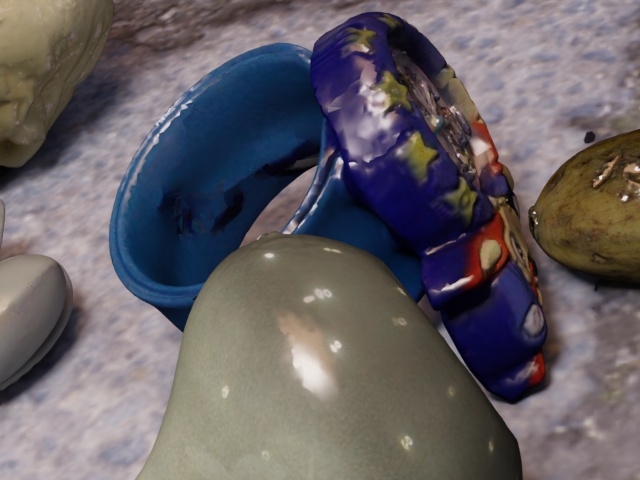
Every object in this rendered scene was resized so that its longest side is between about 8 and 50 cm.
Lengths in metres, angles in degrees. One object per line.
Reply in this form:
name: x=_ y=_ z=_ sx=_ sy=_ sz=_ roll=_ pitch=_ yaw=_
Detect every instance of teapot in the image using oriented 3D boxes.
teapot: x=-0.043 y=0.123 z=0.725 sx=0.251 sy=0.183 sz=0.183 roll=-38 pitch=37 yaw=0

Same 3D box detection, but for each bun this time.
bun: x=-0.240 y=-0.119 z=1.158 sx=0.231 sy=0.133 sz=0.231 roll=-23 pitch=30 yaw=14

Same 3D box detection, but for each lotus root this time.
lotus root: x=0.192 y=-0.023 z=0.848 sx=0.179 sy=0.081 sz=0.089 roll=-8 pitch=36 yaw=17

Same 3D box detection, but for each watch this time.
watch: x=-0.003 y=-0.009 z=0.886 sx=0.200 sy=0.171 sz=0.196 roll=-26 pitch=34 yaw=21

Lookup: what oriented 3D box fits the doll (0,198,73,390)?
doll: x=-0.246 y=0.051 z=0.958 sx=0.153 sy=0.195 sz=0.258 roll=-35 pitch=50 yaw=45
